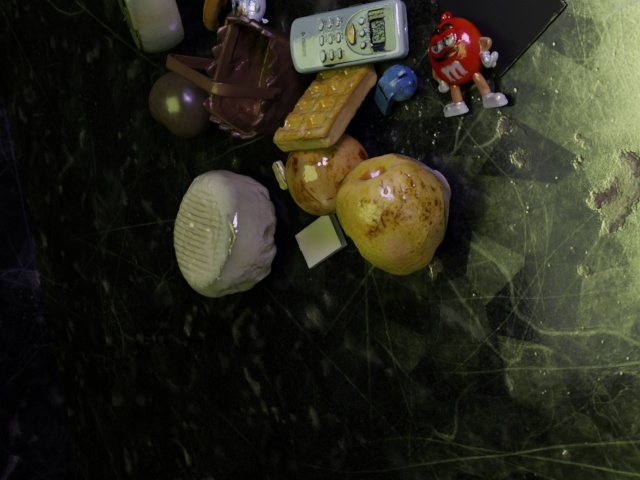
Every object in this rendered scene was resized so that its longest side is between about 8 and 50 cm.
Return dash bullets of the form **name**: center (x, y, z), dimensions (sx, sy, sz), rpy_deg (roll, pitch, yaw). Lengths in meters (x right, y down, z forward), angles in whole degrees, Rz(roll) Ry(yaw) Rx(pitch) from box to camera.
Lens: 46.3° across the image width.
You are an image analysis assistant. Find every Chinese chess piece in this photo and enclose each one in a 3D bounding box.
- **Chinese chess piece**: center (-0.516, -0.717, 2.160), dimensions (0.349, 0.146, 0.349), rpy_deg (158, 90, -79)

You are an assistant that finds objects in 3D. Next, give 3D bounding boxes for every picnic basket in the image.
- **picnic basket**: center (-0.202, -0.415, 1.899), dimensions (0.254, 0.321, 0.291), rpy_deg (37, 120, 38)

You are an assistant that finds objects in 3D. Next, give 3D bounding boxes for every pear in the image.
- **pear**: center (0.160, -0.055, 1.657), dimensions (0.271, 0.271, 0.271), rpy_deg (11, 106, 43)

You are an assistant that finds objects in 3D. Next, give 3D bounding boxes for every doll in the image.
- **doll**: center (0.297, -0.375, 1.568), dimensions (0.183, 0.085, 0.217), rpy_deg (-4, 106, 49)

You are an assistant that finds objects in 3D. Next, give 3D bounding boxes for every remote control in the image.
- **remote control**: center (0.061, -0.477, 1.753), dimensions (0.296, 0.056, 0.140), rpy_deg (-2, 93, 29)

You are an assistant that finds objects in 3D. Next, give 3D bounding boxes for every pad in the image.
- **pad**: center (0.349, -0.513, 1.545), dimensions (0.202, 0.005, 0.299), rpy_deg (-49, 64, 39)

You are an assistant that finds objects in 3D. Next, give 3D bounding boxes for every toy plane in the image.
- **toy plane**: center (-0.184, -0.701, 1.996), dimensions (0.182, 0.107, 0.273), rpy_deg (123, 150, -68)

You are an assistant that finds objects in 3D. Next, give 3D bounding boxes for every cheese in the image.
- **cheese**: center (-0.108, -0.178, 2.055), dimensions (0.083, 0.030, 0.044), rpy_deg (65, 155, 6)

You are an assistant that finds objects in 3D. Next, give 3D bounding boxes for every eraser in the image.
- **eraser**: center (0.000, 0.000, 1.987), dimensions (0.150, 0.023, 0.103), rpy_deg (-36, 73, 43)

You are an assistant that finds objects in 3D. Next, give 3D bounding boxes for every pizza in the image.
- **pizza**: center (-0.281, -0.677, 2.056), dimensions (0.056, 0.134, 0.271), rpy_deg (24, 141, -2)

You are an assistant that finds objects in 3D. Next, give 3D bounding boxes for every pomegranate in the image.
- **pomegranate**: center (0.022, -0.158, 1.818), dimensions (0.215, 0.215, 0.215), rpy_deg (11, 106, 43)

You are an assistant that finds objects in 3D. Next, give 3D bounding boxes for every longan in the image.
- **longan**: center (-0.400, -0.402, 2.191), dimensions (0.212, 0.198, 0.198), rpy_deg (32, 120, 35)

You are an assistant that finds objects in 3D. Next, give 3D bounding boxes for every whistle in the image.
- **whistle**: center (0.176, -0.351, 1.710), dimensions (0.158, 0.090, 0.090), rpy_deg (97, 151, -78)

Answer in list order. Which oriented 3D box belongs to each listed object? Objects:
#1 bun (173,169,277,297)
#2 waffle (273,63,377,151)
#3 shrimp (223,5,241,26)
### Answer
- **bun**: center (-0.256, -0.014, 2.115), dimensions (0.360, 0.211, 0.359), rpy_deg (-4, 84, 46)
- **waffle**: center (0.016, -0.316, 1.767), dimensions (0.168, 0.274, 0.057), rpy_deg (1, 139, 42)
- **shrimp**: center (-0.205, -0.572, 2.070), dimensions (0.124, 0.034, 0.178), rpy_deg (-49, 62, 31)
